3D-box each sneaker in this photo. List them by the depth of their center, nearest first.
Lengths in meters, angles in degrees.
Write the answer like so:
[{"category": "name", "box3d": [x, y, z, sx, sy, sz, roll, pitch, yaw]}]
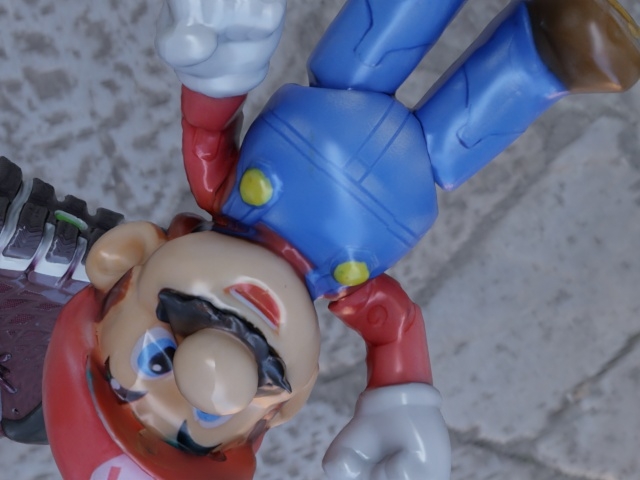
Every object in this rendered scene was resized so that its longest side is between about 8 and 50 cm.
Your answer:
[{"category": "sneaker", "box3d": [-0.204, 0.040, 0.859, 0.281, 0.106, 0.162, 26, 112, -9]}]

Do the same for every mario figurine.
[{"category": "mario figurine", "box3d": [0.000, 0.000, 0.622, 0.320, 0.198, 0.170, -51, 153, 6]}]
